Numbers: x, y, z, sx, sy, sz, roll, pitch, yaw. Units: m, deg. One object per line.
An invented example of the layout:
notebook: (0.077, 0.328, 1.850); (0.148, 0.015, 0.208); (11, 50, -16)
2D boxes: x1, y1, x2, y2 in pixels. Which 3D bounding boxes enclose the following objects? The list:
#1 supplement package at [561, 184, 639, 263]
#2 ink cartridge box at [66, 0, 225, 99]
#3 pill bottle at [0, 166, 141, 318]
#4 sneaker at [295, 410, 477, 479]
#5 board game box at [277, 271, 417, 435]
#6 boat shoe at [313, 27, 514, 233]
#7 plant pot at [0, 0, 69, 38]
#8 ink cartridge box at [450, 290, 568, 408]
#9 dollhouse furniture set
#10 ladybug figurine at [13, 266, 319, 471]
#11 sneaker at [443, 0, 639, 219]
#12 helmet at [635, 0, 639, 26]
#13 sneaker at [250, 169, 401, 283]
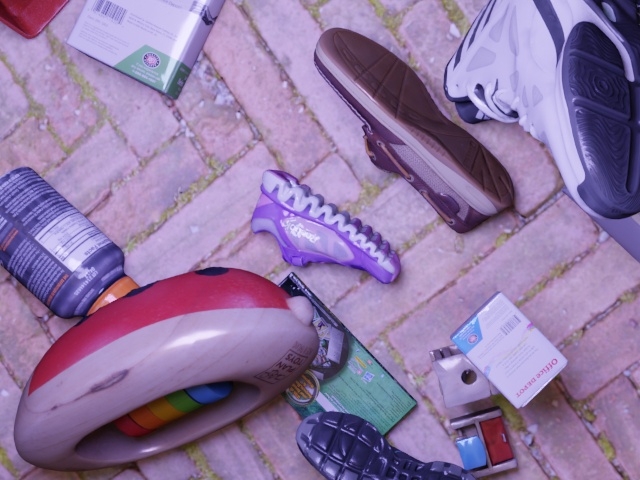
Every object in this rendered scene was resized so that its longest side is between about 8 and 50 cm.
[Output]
supplement package: (0.473, -0.033, 1.266); (0.262, 0.204, 0.145); (44, 92, 3)
ink cartridge box: (-0.231, -0.334, 1.371); (0.160, 0.092, 0.219); (27, 92, 3)
pill bottle: (-0.367, 0.021, 1.367); (0.246, 0.130, 0.130); (42, 93, 3)
sneaker: (0.085, 0.325, 1.331); (0.267, 0.106, 0.101); (26, 61, 6)
board game box: (0.001, 0.184, 1.393); (0.136, 0.030, 0.259); (-43, 87, 1)
boat shoe: (0.106, -0.140, 1.329); (0.342, 0.123, 0.123); (40, 131, -11)
plant pot: (-0.440, -0.481, 1.314); (0.236, 0.267, 0.267); (44, 93, 14)
ink cartridge box: (0.238, 0.138, 1.233); (0.088, 0.052, 0.122); (-44, 85, 2)
dollhouse furniture set: (0.238, 0.228, 1.324); (0.129, 0.129, 0.183); (-17, 88, 4)
ladybug figurine: (-0.208, 0.163, 1.287); (0.449, 0.305, 0.162); (-26, 63, 14)
sneaker: (0.289, -0.171, 1.229); (0.169, 0.257, 0.447); (17, 53, -22)
helmet: (0.459, -0.304, 1.279); (0.169, 0.169, 0.161); (5, 78, 4)
sneaker: (0.000, 0.000, 1.364); (0.236, 0.095, 0.104); (33, 100, 8)
